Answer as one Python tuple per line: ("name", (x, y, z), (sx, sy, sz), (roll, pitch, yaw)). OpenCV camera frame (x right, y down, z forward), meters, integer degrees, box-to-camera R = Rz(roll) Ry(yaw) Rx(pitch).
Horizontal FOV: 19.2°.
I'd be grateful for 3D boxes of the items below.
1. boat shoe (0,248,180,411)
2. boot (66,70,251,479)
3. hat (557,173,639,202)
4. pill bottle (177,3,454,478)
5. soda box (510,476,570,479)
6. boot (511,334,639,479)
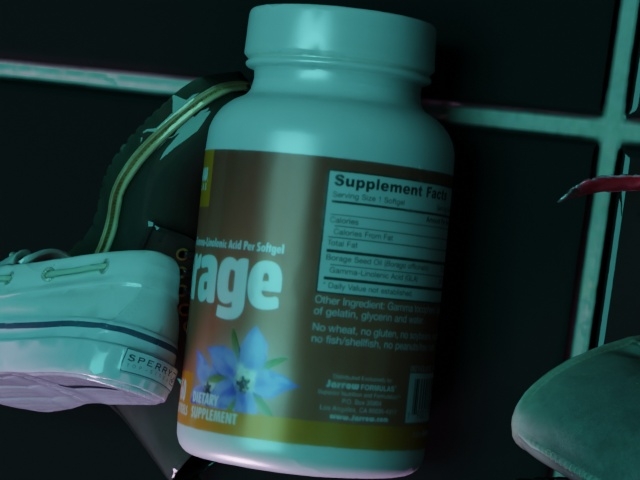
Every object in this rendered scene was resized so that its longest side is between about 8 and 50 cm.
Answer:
("boat shoe", (-0.142, 0.042, 0.972), (0.226, 0.083, 0.076), (0, 68, 45))
("boot", (-0.059, 0.024, 0.988), (0.137, 0.077, 0.198), (48, 126, 24))
("hat", (0.248, -0.005, 0.779), (0.208, 0.173, 0.183), (61, 153, 22))
("pill bottle", (0.000, 0.000, 0.910), (0.121, 0.121, 0.216), (5, 88, 36))
("soda box", (0.115, 0.193, 0.852), (0.060, 0.053, 0.169), (1, 86, 36))
("boot", (0.208, 0.095, 0.769), (0.208, 0.189, 0.076), (-154, 63, -62))
